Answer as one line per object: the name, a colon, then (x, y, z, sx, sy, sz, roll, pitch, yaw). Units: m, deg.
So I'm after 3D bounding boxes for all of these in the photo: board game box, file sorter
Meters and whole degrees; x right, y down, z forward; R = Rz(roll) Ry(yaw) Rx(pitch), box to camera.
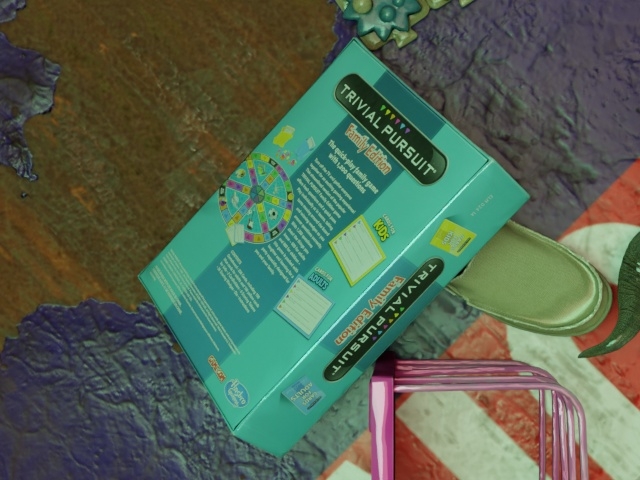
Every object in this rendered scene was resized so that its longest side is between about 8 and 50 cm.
board game box: (0.000, 0.000, 1.133, 0.336, 0.079, 0.254, -47, 45, 7)
file sorter: (0.139, 0.214, 1.085, 0.182, 0.290, 0.202, 0, 89, 4)

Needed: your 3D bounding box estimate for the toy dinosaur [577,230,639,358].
toy dinosaur: (0.383, 0.020, 1.161, 0.313, 0.121, 0.160, -31, 73, 10)

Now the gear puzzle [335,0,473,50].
gear puzzle: (0.149, -0.350, 1.216, 0.339, 0.044, 0.175, -33, 85, 5)

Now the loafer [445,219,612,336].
loafer: (0.165, 0.023, 1.182, 0.268, 0.092, 0.102, 23, 93, 8)
